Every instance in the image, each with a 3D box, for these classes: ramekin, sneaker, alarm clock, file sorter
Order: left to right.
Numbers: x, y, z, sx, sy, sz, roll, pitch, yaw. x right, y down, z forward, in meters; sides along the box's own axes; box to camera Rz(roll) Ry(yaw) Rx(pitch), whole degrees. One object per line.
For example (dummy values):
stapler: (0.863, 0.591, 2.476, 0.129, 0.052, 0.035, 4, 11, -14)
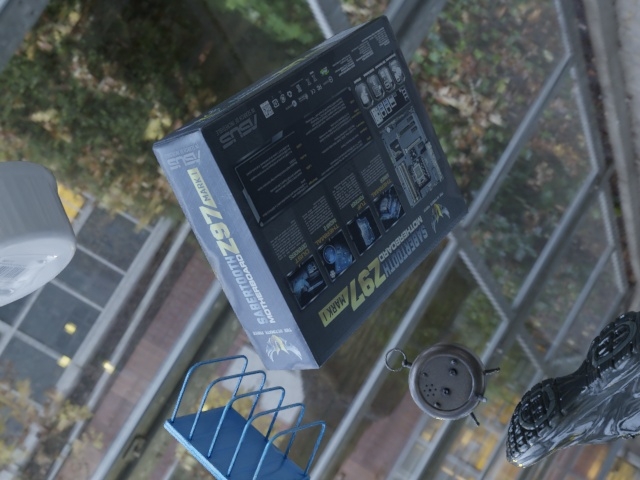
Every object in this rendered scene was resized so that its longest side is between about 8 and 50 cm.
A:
ramekin: (-0.536, 0.005, 1.441, 0.135, 0.277, 0.277, 59, -179, 15)
file sorter: (-0.095, 0.238, 1.153, 0.170, 0.104, 0.118, 33, -159, 34)
alarm clock: (0.198, 0.233, 1.518, 0.192, 0.129, 0.064, 20, -175, 17)
sneaker: (0.358, 0.221, 1.149, 0.130, 0.286, 0.109, 36, -148, -10)

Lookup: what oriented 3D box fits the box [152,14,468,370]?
box: (0.007, -0.042, 0.663, 0.059, 0.233, 0.183, -10, 113, 44)
